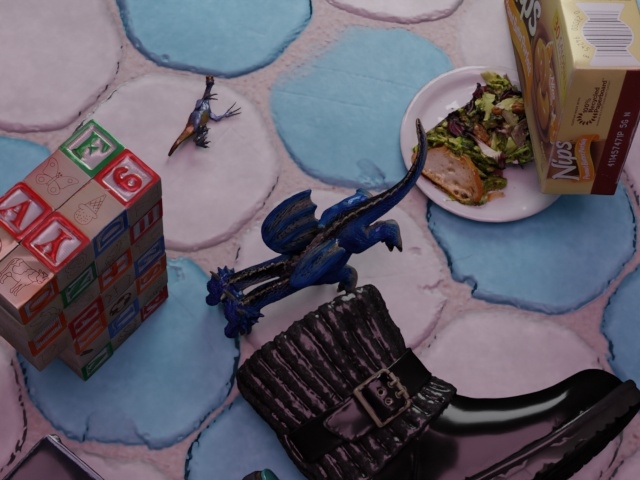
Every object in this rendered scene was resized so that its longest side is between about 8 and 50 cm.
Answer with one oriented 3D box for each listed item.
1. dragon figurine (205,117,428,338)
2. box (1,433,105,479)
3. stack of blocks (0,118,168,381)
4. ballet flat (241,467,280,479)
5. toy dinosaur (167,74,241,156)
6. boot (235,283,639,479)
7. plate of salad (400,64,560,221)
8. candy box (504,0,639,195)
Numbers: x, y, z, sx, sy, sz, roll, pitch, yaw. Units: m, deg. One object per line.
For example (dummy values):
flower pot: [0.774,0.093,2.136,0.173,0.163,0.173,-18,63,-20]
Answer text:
dragon figurine: [0.000,0.000,1.411,0.144,0.289,0.085,-8,62,-49]
box: [-0.258,0.380,1.161,0.179,0.312,0.343,37,70,13]
stack of blocks: [-0.236,0.032,1.330,0.087,0.297,0.171,40,70,12]
ballet flat: [-0.018,0.313,1.343,0.074,0.074,0.203,-36,78,-17]
toy dinosaur: [-0.135,-0.145,1.560,0.090,0.047,0.082,-15,48,2]
boot: [0.118,0.147,1.385,0.348,0.131,0.260,-26,69,-13]
plate of salad: [0.188,-0.114,1.555,0.200,0.048,0.199,1,65,-2]
candy box: [0.267,-0.224,1.495,0.088,0.183,0.316,1,50,-4]
